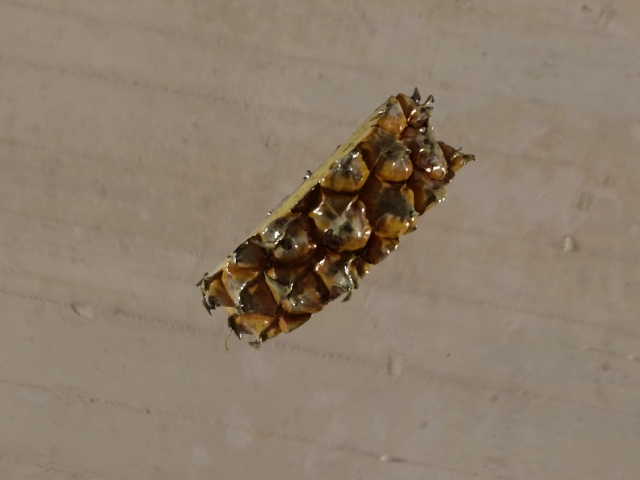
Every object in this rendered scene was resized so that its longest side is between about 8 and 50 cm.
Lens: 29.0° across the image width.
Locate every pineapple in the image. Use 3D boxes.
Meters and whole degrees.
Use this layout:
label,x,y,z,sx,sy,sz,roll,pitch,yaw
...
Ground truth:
label,x,y,z,sx,sy,sz,roll,pitch,yaw
pineapple,-0.001,-0.001,0.864,0.233,0.135,0.079,-41,-85,19
